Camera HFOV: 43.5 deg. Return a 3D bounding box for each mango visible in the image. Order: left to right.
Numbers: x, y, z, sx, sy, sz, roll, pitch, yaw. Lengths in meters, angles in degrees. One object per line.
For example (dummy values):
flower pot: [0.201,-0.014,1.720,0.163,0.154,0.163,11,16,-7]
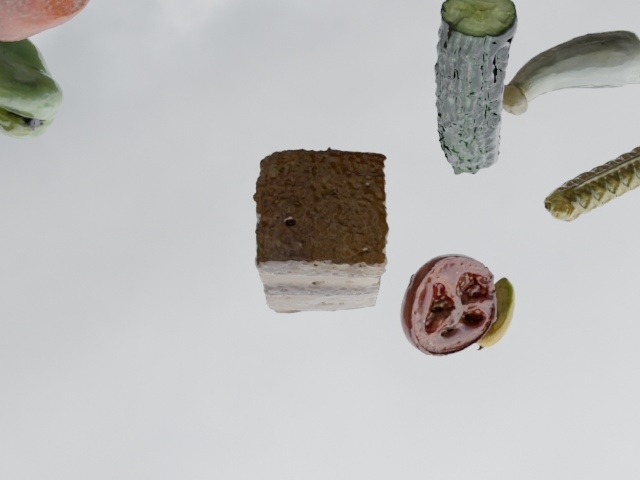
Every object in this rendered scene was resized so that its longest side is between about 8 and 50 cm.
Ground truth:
mango: [0.413,0.177,1.928,0.101,0.066,0.188,30,-84,36]

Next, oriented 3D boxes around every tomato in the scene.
tomato: [0.260,0.133,1.695,0.228,0.228,0.101,-36,-157,-11]

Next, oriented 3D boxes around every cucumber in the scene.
cucumber: [0.113,-0.110,0.598,0.058,0.187,0.058,-3,-113,8]

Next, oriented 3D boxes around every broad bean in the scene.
broad bean: [-0.469,-0.241,1.158,0.100,0.169,0.228,-48,-120,33]

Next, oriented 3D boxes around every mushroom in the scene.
mushroom: [0.438,-0.296,1.399,0.270,0.103,0.118,-15,-127,8]

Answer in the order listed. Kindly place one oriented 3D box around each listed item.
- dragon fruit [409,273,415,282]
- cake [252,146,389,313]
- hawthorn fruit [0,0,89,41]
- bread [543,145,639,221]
dragon fruit: [0.252,0.133,1.892,0.112,0.126,0.068,-16,164,-22]
cake: [0.000,0.000,1.270,0.198,0.293,0.196,-2,-112,-2]
hawthorn fruit: [-0.282,-0.314,0.916,0.285,0.165,0.165,-15,-158,-36]
bread: [0.638,-0.133,1.746,0.367,0.077,0.084,-25,-158,-20]
